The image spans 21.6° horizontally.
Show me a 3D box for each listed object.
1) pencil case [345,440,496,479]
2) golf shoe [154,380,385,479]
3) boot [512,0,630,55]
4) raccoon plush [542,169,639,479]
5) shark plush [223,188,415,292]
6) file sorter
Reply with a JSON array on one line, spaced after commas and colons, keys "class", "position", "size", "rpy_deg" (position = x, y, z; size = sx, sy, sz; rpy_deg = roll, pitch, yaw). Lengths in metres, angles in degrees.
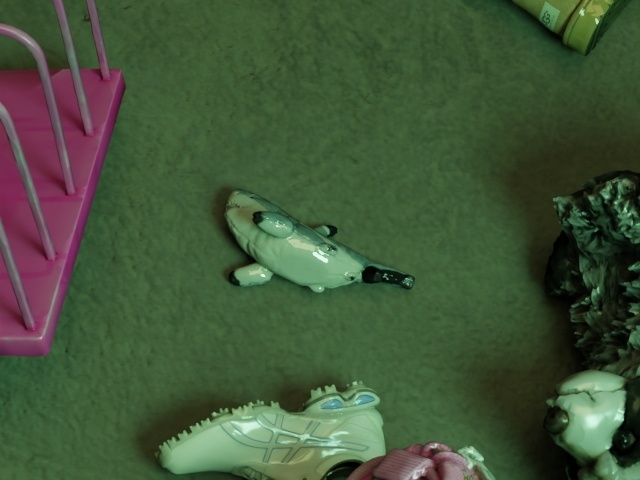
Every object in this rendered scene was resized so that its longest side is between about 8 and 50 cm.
[{"class": "pencil case", "position": [0.181, 0.276, 1.129], "size": [0.386, 0.167, 0.160], "rpy_deg": [27, 40, -19]}, {"class": "golf shoe", "position": [-0.033, 0.163, 1.260], "size": [0.176, 0.069, 0.086], "rpy_deg": [-11, 73, -12]}, {"class": "boot", "position": [0.182, -0.314, 1.503], "size": [0.269, 0.089, 0.236], "rpy_deg": [35, 60, 12]}, {"class": "raccoon plush", "position": [0.367, 0.092, 1.285], "size": [0.446, 0.216, 0.299], "rpy_deg": [-5, 74, -11]}, {"class": "shark plush", "position": [0.000, 0.000, 1.348], "size": [0.161, 0.073, 0.067], "rpy_deg": [10, 34, 1]}, {"class": "file sorter", "position": [-0.279, -0.085, 1.203], "size": [0.202, 0.182, 0.291], "rpy_deg": [0, 45, 8]}]
